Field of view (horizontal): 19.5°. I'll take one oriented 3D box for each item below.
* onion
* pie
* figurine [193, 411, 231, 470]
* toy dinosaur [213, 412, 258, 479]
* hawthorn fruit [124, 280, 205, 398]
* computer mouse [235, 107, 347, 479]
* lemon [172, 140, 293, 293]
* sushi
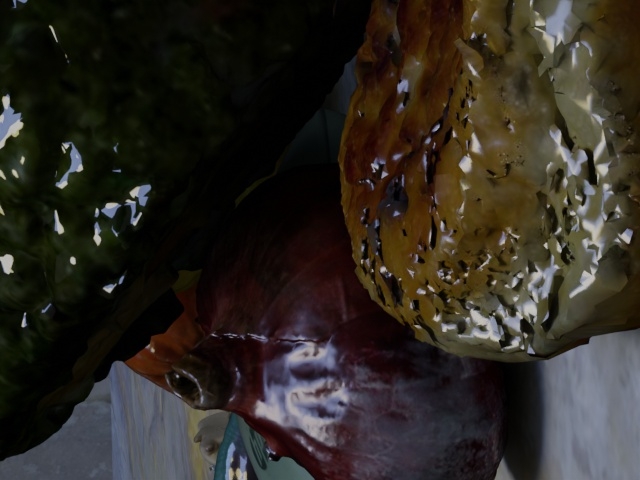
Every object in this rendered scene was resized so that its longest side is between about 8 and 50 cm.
[{"bbox_3d":[0.011,0.028,0.820,0.206,0.151,0.098,52,133,44],"label":"onion"},{"bbox_3d":[0.053,-0.106,0.675,0.308,0.086,0.308,177,90,-80],"label":"pie"},{"bbox_3d":[-0.083,0.184,1.618,0.083,0.047,0.050,-118,16,-76],"label":"figurine"},{"bbox_3d":[-0.034,0.240,1.248,0.331,0.129,0.383,115,146,-56],"label":"toy dinosaur"},{"bbox_3d":[-0.088,0.045,1.373,0.138,0.133,0.132,-98,10,-52],"label":"hawthorn fruit"},{"bbox_3d":[-0.005,0.053,1.016,0.288,0.097,0.159,-107,15,-48],"label":"computer mouse"},{"bbox_3d":[-0.127,-0.095,1.213,0.253,0.254,0.310,108,154,-63],"label":"lemon"},{"bbox_3d":[-0.112,-0.062,0.928,0.178,0.294,0.352,43,138,3],"label":"sushi"}]
